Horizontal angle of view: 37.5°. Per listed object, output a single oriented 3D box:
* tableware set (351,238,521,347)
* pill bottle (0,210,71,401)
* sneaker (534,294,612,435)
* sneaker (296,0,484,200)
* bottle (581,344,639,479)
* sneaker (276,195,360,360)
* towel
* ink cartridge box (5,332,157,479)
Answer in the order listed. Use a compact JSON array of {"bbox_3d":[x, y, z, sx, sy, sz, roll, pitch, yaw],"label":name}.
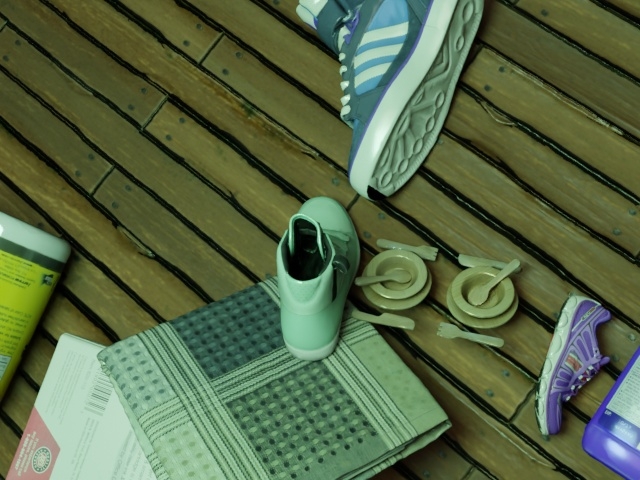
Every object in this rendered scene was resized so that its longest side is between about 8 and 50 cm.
[{"bbox_3d":[0.144,0.051,1.146,0.194,0.039,0.128,11,53,14],"label":"tableware set"},{"bbox_3d":[-0.490,0.118,1.277,0.187,0.188,0.334,22,84,21],"label":"pill bottle"},{"bbox_3d":[0.295,0.148,1.096,0.071,0.068,0.170,19,82,15],"label":"sneaker"},{"bbox_3d":[0.053,-0.232,1.246,0.236,0.130,0.323,24,89,31],"label":"sneaker"},{"bbox_3d":[0.408,0.144,1.047,0.118,0.092,0.283,32,87,23],"label":"bottle"},{"bbox_3d":[0.000,0.000,1.137,0.094,0.151,0.256,2,44,3],"label":"sneaker"},{"bbox_3d":[-0.060,0.182,1.097,0.312,0.056,0.324,-22,45,-21],"label":"towel"},{"bbox_3d":[-0.224,0.262,1.196,0.283,0.117,0.207,17,81,20],"label":"ink cartridge box"}]
